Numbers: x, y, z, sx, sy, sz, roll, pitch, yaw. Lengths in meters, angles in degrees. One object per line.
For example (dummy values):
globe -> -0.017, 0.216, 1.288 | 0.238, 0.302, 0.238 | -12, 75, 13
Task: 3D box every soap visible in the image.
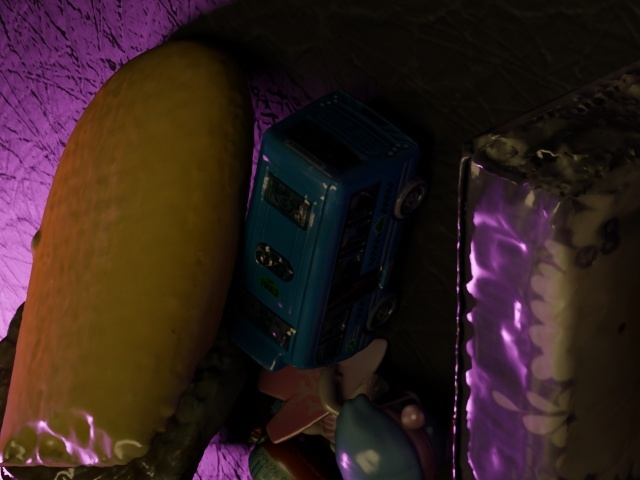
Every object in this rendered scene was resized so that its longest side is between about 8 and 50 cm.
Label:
soap -> -0.178, 0.013, 1.657 | 0.306, 0.115, 0.427 | -10, 64, 55

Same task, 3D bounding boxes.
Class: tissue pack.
tissue pack -> 0.209, 0.052, 1.286 | 0.125, 0.242, 0.344 | 27, 131, 40

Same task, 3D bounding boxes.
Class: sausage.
sausage -> 0.015, 0.286, 1.783 | 0.264, 0.083, 0.083 | 47, 140, 20

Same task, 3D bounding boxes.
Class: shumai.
shumai -> -0.183, 0.203, 1.848 | 0.304, 0.309, 0.263 | 2, 140, 23

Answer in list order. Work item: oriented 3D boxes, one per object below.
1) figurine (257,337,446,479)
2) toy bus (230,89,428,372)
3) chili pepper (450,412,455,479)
figurine -> 0.024, 0.199, 1.696 | 0.260, 0.103, 0.205 | 19, 125, 52
toy bus -> 0.000, 0.000, 1.573 | 0.113, 0.134, 0.246 | 38, 135, 27
chili pepper -> 0.148, 0.212, 1.612 | 0.050, 0.059, 0.268 | -100, 6, -57
